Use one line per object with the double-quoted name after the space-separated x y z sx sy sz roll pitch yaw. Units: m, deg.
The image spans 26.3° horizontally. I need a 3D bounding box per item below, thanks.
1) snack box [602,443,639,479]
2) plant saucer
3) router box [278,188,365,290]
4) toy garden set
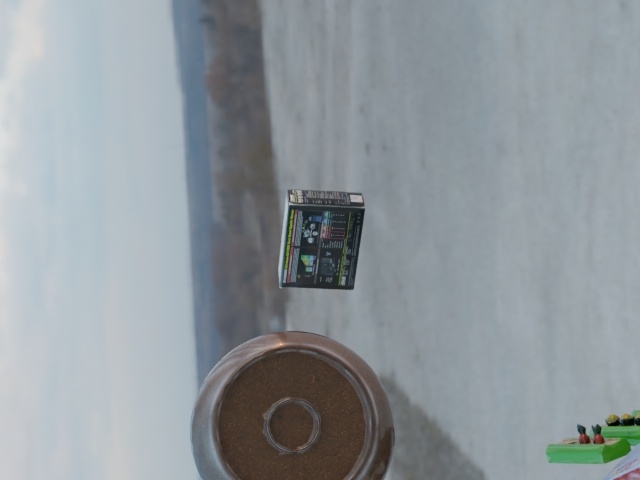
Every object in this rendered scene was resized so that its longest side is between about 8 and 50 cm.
0.341 0.240 1.089 0.207 0.070 0.174 48 155 8 "snack box"
-0.022 0.152 1.107 0.029 0.168 0.169 97 169 -72 "plant saucer"
0.000 0.000 1.635 0.038 0.092 0.122 -100 14 -57 "router box"
0.413 0.200 1.596 0.204 0.244 0.049 -16 89 62 "toy garden set"
